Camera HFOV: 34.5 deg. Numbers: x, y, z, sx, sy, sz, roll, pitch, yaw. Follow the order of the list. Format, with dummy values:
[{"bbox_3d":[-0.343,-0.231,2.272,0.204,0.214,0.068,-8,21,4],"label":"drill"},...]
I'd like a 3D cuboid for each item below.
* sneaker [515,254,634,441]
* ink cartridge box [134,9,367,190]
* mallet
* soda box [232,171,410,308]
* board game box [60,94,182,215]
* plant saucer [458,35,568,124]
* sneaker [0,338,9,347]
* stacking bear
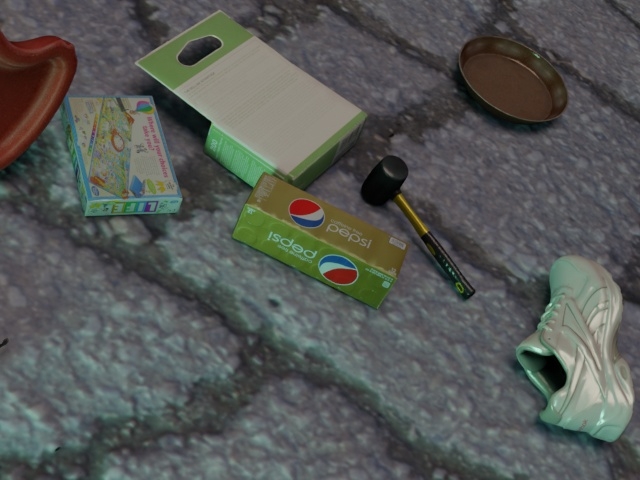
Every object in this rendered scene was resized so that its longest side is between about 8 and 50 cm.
[{"bbox_3d":[0.271,0.105,1.140,0.115,0.090,0.232,10,48,-12],"label":"sneaker"},{"bbox_3d":[-0.083,-0.162,1.228,0.235,0.056,0.171,35,47,11],"label":"ink cartridge box"},{"bbox_3d":[0.121,-0.017,1.190,0.039,0.062,0.190,-26,66,-36],"label":"mallet"},{"bbox_3d":[0.000,0.000,1.124,0.181,0.061,0.058,27,47,-1],"label":"soda box"},{"bbox_3d":[-0.220,-0.096,1.132,0.103,0.026,0.154,-3,54,-25],"label":"board game box"},{"bbox_3d":[0.266,-0.220,1.445,0.168,0.029,0.169,12,50,-14],"label":"plant saucer"},{"bbox_3d":[-0.318,0.085,0.935,0.069,0.038,0.098,2,61,-24],"label":"sneaker"},{"bbox_3d":[-0.423,-0.199,1.044,0.289,0.164,0.175,33,15,21],"label":"stacking bear"}]
